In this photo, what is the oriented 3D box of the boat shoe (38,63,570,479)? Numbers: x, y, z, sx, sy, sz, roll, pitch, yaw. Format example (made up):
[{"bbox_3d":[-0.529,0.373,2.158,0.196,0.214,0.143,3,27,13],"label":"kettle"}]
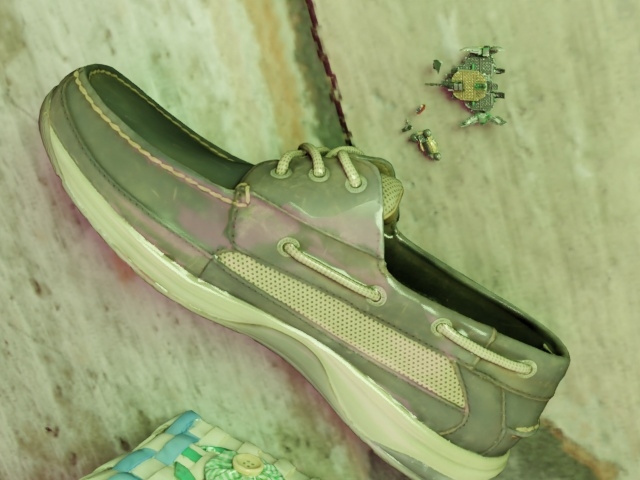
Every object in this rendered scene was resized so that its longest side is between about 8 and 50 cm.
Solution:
[{"bbox_3d":[0.000,0.000,0.552,0.355,0.132,0.130,38,107,-8],"label":"boat shoe"}]

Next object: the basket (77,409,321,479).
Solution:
[{"bbox_3d":[-0.061,0.267,0.589,0.289,0.255,0.201,41,115,13],"label":"basket"}]

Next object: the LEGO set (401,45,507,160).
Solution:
[{"bbox_3d":[0.084,-0.086,0.541,0.083,0.023,0.054,-27,98,38],"label":"LEGO set"}]
